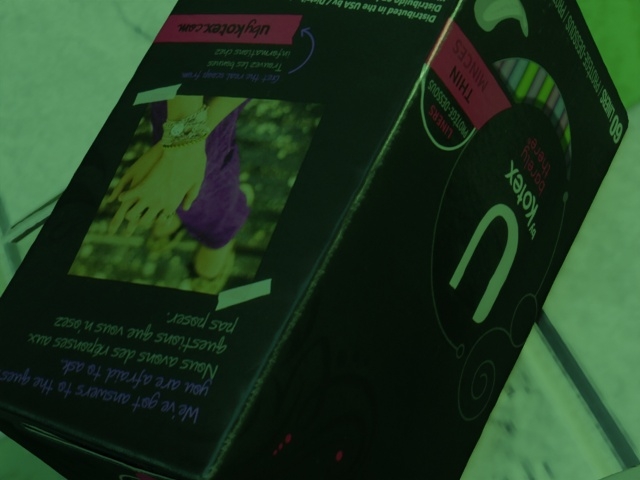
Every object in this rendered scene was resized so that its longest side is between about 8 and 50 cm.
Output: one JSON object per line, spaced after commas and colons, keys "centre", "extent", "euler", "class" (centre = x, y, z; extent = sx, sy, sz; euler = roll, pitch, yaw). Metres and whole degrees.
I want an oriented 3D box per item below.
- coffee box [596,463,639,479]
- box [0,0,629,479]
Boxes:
{"centre": [0.217, 0.104, 0.483], "extent": [0.247, 0.141, 0.098], "euler": [-24, 50, 13], "class": "coffee box"}
{"centre": [0.000, 0.000, 0.664], "extent": [0.143, 0.165, 0.270], "euler": [14, 68, 36], "class": "box"}
